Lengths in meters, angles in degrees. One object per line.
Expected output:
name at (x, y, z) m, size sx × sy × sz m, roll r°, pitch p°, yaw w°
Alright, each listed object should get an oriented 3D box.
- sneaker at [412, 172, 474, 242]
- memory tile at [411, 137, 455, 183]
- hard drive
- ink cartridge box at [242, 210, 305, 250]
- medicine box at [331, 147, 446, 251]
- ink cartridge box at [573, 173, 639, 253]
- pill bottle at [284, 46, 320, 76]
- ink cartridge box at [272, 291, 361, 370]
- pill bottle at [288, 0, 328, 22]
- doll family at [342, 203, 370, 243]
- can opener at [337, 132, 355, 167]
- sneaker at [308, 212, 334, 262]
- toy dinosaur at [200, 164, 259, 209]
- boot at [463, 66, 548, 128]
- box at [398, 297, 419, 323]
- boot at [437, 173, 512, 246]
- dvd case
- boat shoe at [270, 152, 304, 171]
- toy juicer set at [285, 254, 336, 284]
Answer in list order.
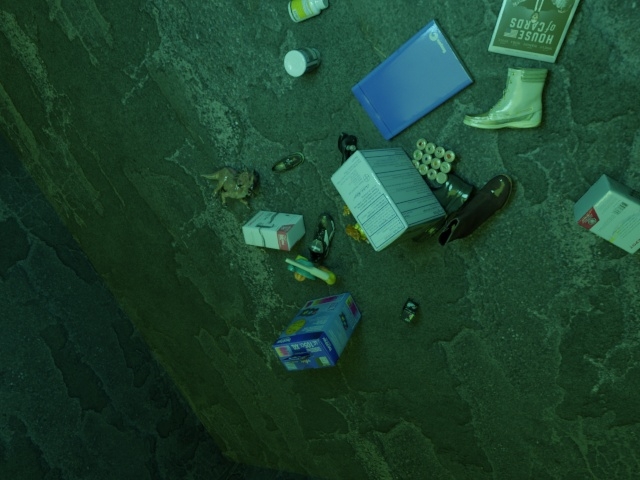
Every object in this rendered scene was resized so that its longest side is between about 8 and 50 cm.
sneaker at (0.400, -0.114, 1.415) m, size 0.130 × 0.109 × 0.286 m, roll 41°, pitch 122°, yaw 10°
memory tile at (0.366, -0.262, 1.341) m, size 0.148 × 0.012 × 0.113 m, roll 35°, pitch 126°, yaw 34°
hard drive at (0.277, -0.487, 1.270) m, size 0.318 × 0.040 × 0.210 m, roll -30°, pitch 102°, yaw 38°
ink cartridge box at (-0.196, -0.045, 1.726) m, size 0.217 × 0.159 × 0.092 m, roll 6°, pitch 124°, yaw 24°
medicine box at (0.224, -0.143, 1.320) m, size 0.149 × 0.263 × 0.289 m, roll -41°, pitch 73°, yaw 41°
ink cartridge box at (0.853, -0.077, 1.164) m, size 0.176 × 0.127 × 0.128 m, roll 32°, pitch 129°, yaw 7°
pill bottle at (-0.055, -0.585, 1.323) m, size 0.078 × 0.137 × 0.078 m, roll 13°, pitch 124°, yaw 20°
ink cartridge box at (-0.020, 0.414, 1.768) m, size 0.269 × 0.395 × 0.151 m, roll -19°, pitch 109°, yaw 35°
pill bottle at (-0.037, -0.732, 1.268) m, size 0.116 × 0.065 × 0.065 m, roll -4°, pitch 117°, yaw 29°
doll family at (0.168, -0.085, 1.531) m, size 0.163 × 0.118 × 0.263 m, roll 10°, pitch 121°, yaw 20°
can opener at (0.099, -0.299, 1.485) m, size 0.059 × 0.073 × 0.186 m, roll -10°, pitch 126°, yaw -11°
sneaker at (0.000, 0.000, 1.684) m, size 0.078 × 0.106 × 0.235 m, roll 21°, pitch 127°, yaw 14°
toy dinosaur at (-0.368, -0.252, 1.719) m, size 0.295 × 0.127 × 0.201 m, roll 36°, pitch 123°, yaw 19°
boot at (0.526, -0.408, 1.165) m, size 0.213 × 0.077 × 0.165 m, roll 4°, pitch 122°, yaw 20°
box at (0.368, 0.293, 1.686) m, size 0.052 × 0.083 × 0.062 m, roll 28°, pitch 128°, yaw 10°
boot at (0.492, -0.090, 1.293) m, size 0.090 × 0.206 × 0.249 m, roll 46°, pitch 135°, yaw 22°
dvd case at (0.562, -0.603, 1.052) m, size 0.179 × 0.029 × 0.239 m, roll 19°, pitch 126°, yaw 17°
boat shoe at (-0.131, -0.300, 1.600) m, size 0.152 × 0.049 × 0.056 m, roll -19°, pitch 109°, yaw 35°
toy juicer set at (-0.039, 0.142, 1.680) m, size 0.209 × 0.329 × 0.090 m, roll 26°, pitch 91°, yaw 4°
